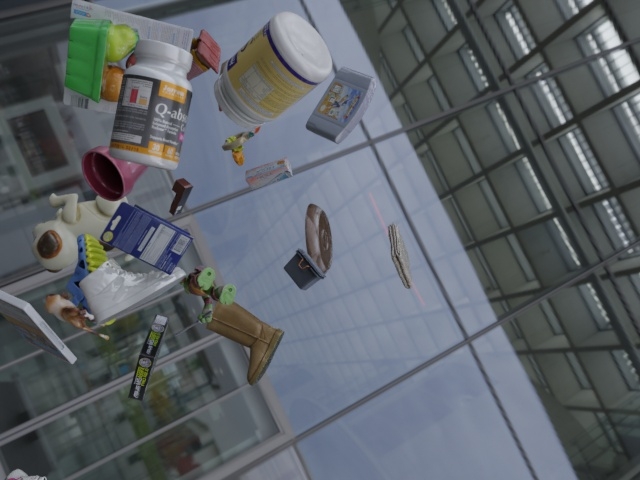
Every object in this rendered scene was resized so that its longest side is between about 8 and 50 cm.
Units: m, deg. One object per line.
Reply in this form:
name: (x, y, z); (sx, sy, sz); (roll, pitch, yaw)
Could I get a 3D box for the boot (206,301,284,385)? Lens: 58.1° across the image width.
boot: (-0.295, 0.366, 2.095); (0.270, 0.236, 0.089); (25, -16, 12)

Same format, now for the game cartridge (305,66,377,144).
game cartridge: (0.089, -0.537, 2.289); (0.198, 0.297, 0.062); (31, -1, 38)

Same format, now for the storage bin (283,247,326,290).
storage bin: (-0.062, 0.107, 2.023); (0.135, 0.091, 0.098); (49, 8, 19)

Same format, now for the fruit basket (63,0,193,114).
fruit basket: (-0.605, -0.549, 1.810); (0.165, 0.353, 0.327); (-119, -139, -51)

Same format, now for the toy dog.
toy dog: (-0.996, -0.024, 2.418); (0.395, 0.408, 0.284); (59, -28, 6)

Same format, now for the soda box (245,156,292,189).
soda box: (-0.206, -0.266, 2.299); (0.063, 0.183, 0.058); (59, 20, -44)

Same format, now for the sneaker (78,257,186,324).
sneaker: (-0.565, 0.110, 1.723); (0.169, 0.293, 0.108); (59, -23, 9)

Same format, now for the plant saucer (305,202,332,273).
plant saucer: (0.000, 0.000, 2.341); (0.310, 0.050, 0.310); (-5, 90, -76)

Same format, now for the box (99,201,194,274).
box: (-0.494, -0.010, 1.645); (0.225, 0.136, 0.036); (31, 9, -24)

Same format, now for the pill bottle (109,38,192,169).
pill bottle: (-0.393, -0.315, 1.361); (0.162, 0.162, 0.278); (18, -83, 63)

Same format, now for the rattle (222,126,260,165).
rattle: (-0.316, -0.406, 2.494); (0.200, 0.130, 0.142); (-14, -77, 26)

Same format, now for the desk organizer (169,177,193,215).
desk organizer: (-0.509, -0.156, 2.065); (0.050, 0.047, 0.130); (39, -61, 12)

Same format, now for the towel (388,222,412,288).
towel: (0.338, 0.067, 2.457); (0.282, 0.049, 0.187); (60, 23, -50)

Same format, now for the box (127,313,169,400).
box: (-0.665, 0.450, 2.243); (0.270, 0.060, 0.216); (-93, -157, -64)

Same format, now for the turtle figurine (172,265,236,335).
turtle figurine: (-0.413, 0.190, 1.861); (0.266, 0.275, 0.197); (-16, -84, 52)

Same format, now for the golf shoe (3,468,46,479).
golf shoe: (-0.621, 0.540, 1.237); (0.186, 0.086, 0.067); (20, -30, 50)

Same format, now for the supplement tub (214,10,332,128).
supplement tub: (-0.155, -0.524, 1.814); (0.331, 0.241, 0.241); (-31, -98, 35)

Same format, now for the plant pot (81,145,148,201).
plant pot: (-0.743, -0.272, 2.131); (0.201, 0.180, 0.201); (15, -53, 21)

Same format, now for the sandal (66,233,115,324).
sandal: (-0.754, 0.128, 1.847); (0.126, 0.138, 0.317); (63, 13, -68)

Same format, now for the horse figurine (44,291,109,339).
horse figurine: (-0.726, 0.210, 1.685); (0.263, 0.066, 0.174); (22, -17, 33)

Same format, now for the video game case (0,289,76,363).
video game case: (-0.843, 0.243, 1.667); (0.204, 0.025, 0.285); (17, -37, 24)

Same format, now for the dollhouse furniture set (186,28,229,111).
dollhouse furniture set: (-0.426, -0.621, 2.282); (0.374, 0.201, 0.152); (43, 36, -43)
